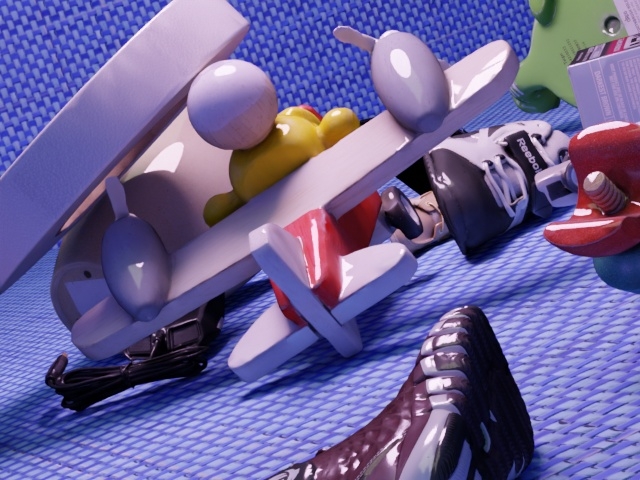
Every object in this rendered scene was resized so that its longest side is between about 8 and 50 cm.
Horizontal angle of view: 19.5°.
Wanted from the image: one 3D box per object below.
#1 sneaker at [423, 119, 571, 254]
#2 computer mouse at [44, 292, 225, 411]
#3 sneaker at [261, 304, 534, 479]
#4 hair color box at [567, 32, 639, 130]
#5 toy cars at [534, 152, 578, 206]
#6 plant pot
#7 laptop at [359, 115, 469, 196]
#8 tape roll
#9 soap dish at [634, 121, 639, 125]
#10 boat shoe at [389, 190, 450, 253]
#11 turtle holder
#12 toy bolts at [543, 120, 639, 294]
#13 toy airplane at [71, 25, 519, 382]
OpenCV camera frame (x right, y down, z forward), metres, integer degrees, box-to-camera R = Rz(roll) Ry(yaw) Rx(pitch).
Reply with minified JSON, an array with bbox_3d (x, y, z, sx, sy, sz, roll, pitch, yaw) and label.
[{"bbox_3d":[0.204,-0.076,2.014,0.146,0.122,0.330,-20,7,17],"label":"sneaker"},{"bbox_3d":[-0.187,0.112,1.940,0.184,0.060,0.262,-15,19,8],"label":"computer mouse"},{"bbox_3d":[0.027,0.126,1.074,0.162,0.106,0.281,-21,7,16],"label":"sneaker"},{"bbox_3d":[0.500,-0.221,2.267,0.374,0.114,0.185,-14,9,14],"label":"hair color box"},{"bbox_3d":[0.392,-0.108,1.927,0.393,0.087,0.176,-28,5,-31],"label":"toy cars"},{"bbox_3d":[-0.195,0.001,2.172,0.256,0.256,0.274,-15,25,36],"label":"plant pot"},{"bbox_3d":[0.198,-0.134,2.397,0.234,0.264,0.137,-8,50,60],"label":"laptop"},{"bbox_3d":[-0.226,-0.102,1.909,0.392,0.072,0.392,-47,4,4],"label":"tape roll"},{"bbox_3d":[0.363,-0.059,1.474,0.290,0.118,0.229,-19,7,7],"label":"soap dish"},{"bbox_3d":[0.126,-0.029,2.107,0.059,0.063,0.170,-23,4,28],"label":"boat shoe"},{"bbox_3d":[0.422,-0.270,2.618,0.320,0.243,0.227,-58,-24,18],"label":"turtle holder"},{"bbox_3d":[0.275,0.022,1.260,0.228,0.158,0.218,2,61,45],"label":"toy bolts"},{"bbox_3d":[-0.036,-0.042,1.745,0.386,0.272,0.384,-41,12,-31],"label":"toy airplane"}]
